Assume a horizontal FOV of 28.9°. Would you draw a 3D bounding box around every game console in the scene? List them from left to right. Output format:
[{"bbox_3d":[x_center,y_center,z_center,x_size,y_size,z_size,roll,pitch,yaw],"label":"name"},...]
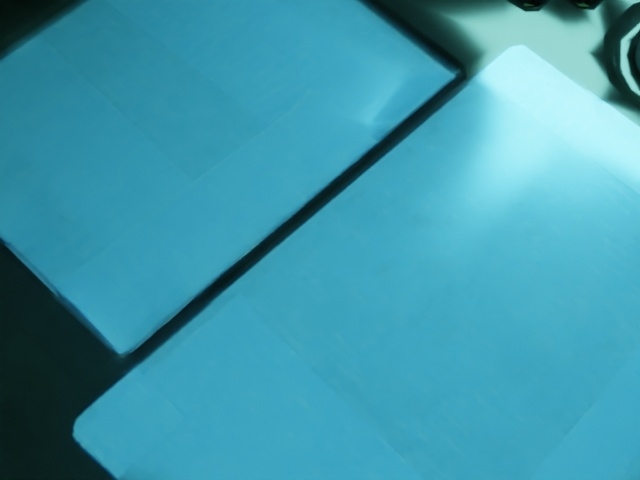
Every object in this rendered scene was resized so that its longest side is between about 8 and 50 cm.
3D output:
[{"bbox_3d":[0.000,0.000,0.451,0.342,0.060,0.386,43,66,15],"label":"game console"}]
